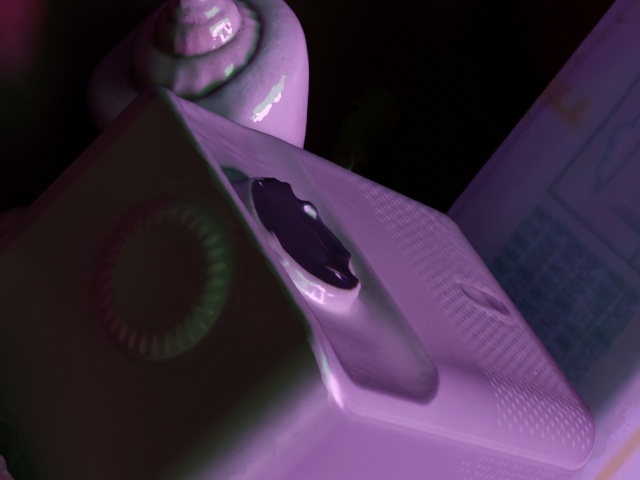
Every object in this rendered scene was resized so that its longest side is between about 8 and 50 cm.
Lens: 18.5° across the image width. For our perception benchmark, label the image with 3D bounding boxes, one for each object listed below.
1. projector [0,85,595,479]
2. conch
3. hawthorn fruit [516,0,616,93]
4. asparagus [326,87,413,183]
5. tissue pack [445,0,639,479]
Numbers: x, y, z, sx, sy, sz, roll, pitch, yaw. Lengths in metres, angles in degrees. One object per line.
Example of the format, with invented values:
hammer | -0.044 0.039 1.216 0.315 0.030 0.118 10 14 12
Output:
projector | -0.037 0.064 0.735 0.177 0.163 0.242 -45 146 18
conch | -0.036 -0.043 0.822 0.094 0.104 0.176 -31 135 0
hawthorn fruit | 0.201 -0.099 1.073 0.179 0.179 0.200 -52 144 -35
asparagus | 0.000 0.000 0.928 0.165 0.030 0.036 -66 151 -23
tissue pack | 0.172 0.053 0.926 0.388 0.162 0.287 -51 142 11
